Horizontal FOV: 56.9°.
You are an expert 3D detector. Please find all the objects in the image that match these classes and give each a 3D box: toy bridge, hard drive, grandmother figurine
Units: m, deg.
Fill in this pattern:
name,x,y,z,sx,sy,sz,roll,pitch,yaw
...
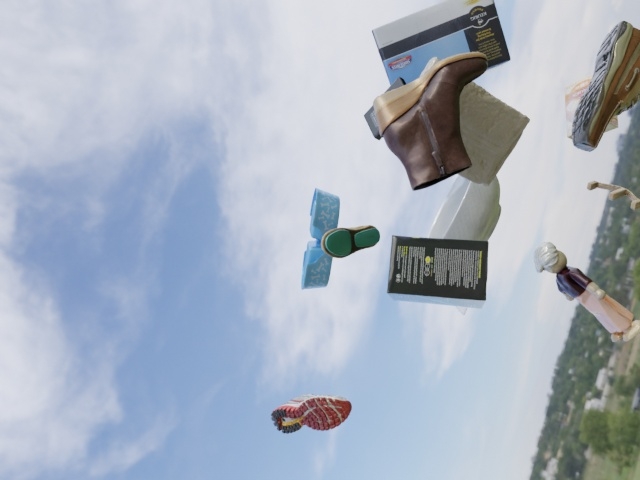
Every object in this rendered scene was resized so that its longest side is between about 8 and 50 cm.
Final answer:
name,x,y,z,sx,sy,sz,roll,pitch,yaw
toy bridge,0.934,-0.146,1.854,0.063,0.188,0.026,-18,-57,-20
hard drive,0.170,-0.327,1.464,0.022,0.094,0.135,18,-50,-38
grandmother figurine,0.747,0.139,1.689,0.104,0.342,0.208,-43,-6,-17

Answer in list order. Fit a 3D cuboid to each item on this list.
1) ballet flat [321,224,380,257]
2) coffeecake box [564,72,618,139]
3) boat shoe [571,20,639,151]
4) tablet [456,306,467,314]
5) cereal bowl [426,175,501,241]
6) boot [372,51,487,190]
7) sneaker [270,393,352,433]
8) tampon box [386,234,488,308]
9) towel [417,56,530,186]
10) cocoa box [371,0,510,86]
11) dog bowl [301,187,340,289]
name,x,y,z,sx,sy,sz,roll,pitch,yaw
ballet flat,0.064,0.003,1.553,0.232,0.073,0.080,-6,-84,-47
coffeecake box,0.869,-0.431,1.902,0.068,0.142,0.186,13,-108,-29
boat shoe,0.709,-0.363,1.410,0.122,0.119,0.324,104,-171,-87
tablet,0.412,0.166,1.687,0.006,0.054,0.083,12,-71,-19
cereal bowl,0.451,-0.067,1.813,0.339,0.141,0.339,-64,0,1
boot,0.241,-0.226,1.127,0.207,0.248,0.090,65,-177,16
sneaker,-0.017,0.410,1.454,0.092,0.225,0.088,-30,-78,-54
tampon box,0.204,0.055,1.019,0.120,0.161,0.102,47,-131,-73
towel,0.300,-0.248,1.274,0.282,0.049,0.187,26,-76,-21
cocoa box,0.360,-0.574,1.777,0.231,0.347,0.228,-47,-62,-75
dog bowl,0.000,0.000,1.693,0.166,0.074,0.297,-106,24,-77
